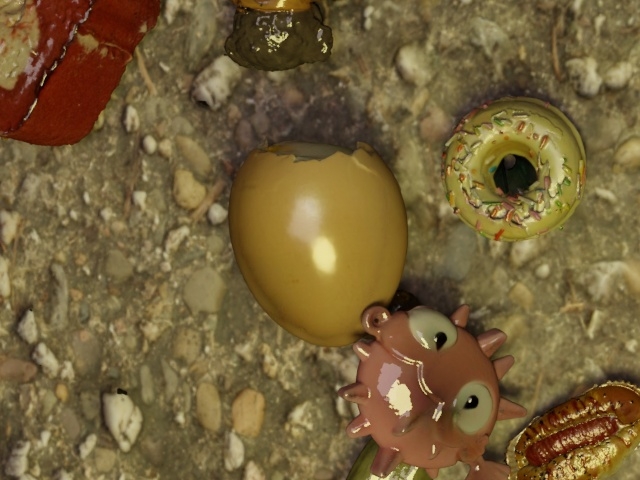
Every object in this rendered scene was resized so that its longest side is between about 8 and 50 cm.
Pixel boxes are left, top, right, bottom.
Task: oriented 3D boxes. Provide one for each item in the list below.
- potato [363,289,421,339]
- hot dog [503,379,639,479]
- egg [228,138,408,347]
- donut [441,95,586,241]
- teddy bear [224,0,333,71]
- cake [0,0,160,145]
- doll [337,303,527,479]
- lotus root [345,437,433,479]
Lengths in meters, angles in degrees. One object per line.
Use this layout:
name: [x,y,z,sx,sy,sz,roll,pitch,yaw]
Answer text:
potato: [0.078,0.088,1.790,0.083,0.040,0.051,-25,80,13]
hot dog: [0.293,0.228,1.731,0.192,0.053,0.099,-35,87,16]
egg: [0.000,0.000,1.726,0.201,0.201,0.244,-10,91,15]
donut: [0.217,-0.081,1.736,0.175,0.068,0.174,0,91,14]
teddy bear: [-0.050,-0.291,1.771,0.177,0.140,0.190,-2,99,12]
cake: [-0.330,-0.253,1.837,0.177,0.151,0.283,35,100,23]
doll: [0.126,0.177,1.701,0.211,0.093,0.262,-31,102,-14]
lotus root: [0.074,0.289,1.776,0.090,0.077,0.183,27,94,7]
